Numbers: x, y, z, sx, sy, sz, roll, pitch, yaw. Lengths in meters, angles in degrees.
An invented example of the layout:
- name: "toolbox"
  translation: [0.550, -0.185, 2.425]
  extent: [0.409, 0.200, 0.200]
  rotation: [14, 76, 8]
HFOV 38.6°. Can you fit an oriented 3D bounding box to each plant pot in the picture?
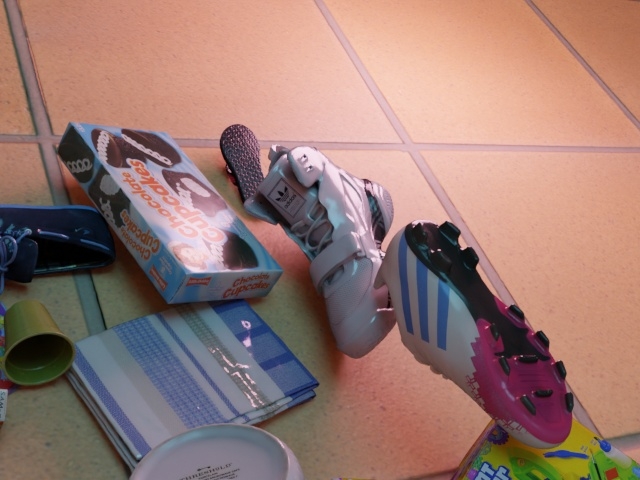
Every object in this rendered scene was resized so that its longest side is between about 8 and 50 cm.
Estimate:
- name: "plant pot"
  translation: [-0.338, 0.113, 1.073]
  extent: [0.083, 0.083, 0.079]
  rotation: [-3, 38, -29]

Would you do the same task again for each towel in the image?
- name: "towel"
  translation: [-0.162, 0.169, 1.146]
  extent: [0.285, 0.034, 0.209]
  rotation: [-18, 54, -42]

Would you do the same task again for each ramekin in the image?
- name: "ramekin"
  translation: [-0.104, 0.279, 0.929]
  extent: [0.207, 0.109, 0.207]
  rotation: [-5, 26, 3]

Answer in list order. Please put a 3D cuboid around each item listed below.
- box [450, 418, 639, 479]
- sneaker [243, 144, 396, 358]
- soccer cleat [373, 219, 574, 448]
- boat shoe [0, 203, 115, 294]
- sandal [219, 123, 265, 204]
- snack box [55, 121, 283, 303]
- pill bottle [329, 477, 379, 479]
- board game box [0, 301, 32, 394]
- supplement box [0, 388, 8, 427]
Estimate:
- name: "box"
  translation: [0.255, 0.368, 1.024]
  extent: [0.279, 0.177, 0.290]
  rotation: [35, 41, 13]
- name: "sneaker"
  translation: [0.000, 0.000, 1.295]
  extent: [0.210, 0.137, 0.366]
  rotation: [31, 31, -21]
- name: "soccer cleat"
  translation: [0.175, 0.124, 1.095]
  extent: [0.116, 0.143, 0.331]
  rotation: [-1, 48, -37]
- name: "boat shoe"
  translation: [-0.378, 0.007, 1.158]
  extent: [0.258, 0.109, 0.089]
  rotation: [-13, 54, -34]
- name: "sandal"
  translation: [-0.123, -0.110, 1.471]
  extent: [0.067, 0.040, 0.179]
  rotation: [-6, 63, -24]
- name: "snack box"
  translation: [-0.214, -0.043, 1.285]
  extent: [0.187, 0.060, 0.322]
  rotation: [-1, 42, -51]
- name: "pill bottle"
  translation: [0.051, 0.307, 1.091]
  extent: [0.083, 0.043, 0.043]
  rotation: [7, 43, -19]
- name: "board game box"
  translation: [-0.416, 0.116, 1.075]
  extent: [0.133, 0.033, 0.169]
  rotation: [-17, 56, -38]
- name: "supplement box"
  translation: [-0.393, 0.180, 0.989]
  extent: [0.098, 0.062, 0.036]
  rotation: [7, 71, -19]
